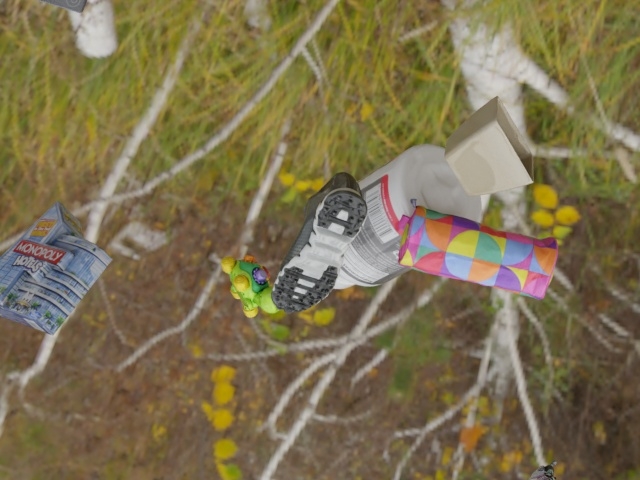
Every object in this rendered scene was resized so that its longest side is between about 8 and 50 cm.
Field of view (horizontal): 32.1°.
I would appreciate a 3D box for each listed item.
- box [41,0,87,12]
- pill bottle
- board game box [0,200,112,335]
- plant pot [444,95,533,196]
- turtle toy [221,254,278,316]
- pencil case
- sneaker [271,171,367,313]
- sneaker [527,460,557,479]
[{"bbox_3d":[-0.372,-0.479,1.532,0.165,0.143,0.270,12,114,-37],"label":"box"},{"bbox_3d":[0.106,-0.025,1.867,0.176,0.176,0.318,30,147,-22],"label":"pill bottle"},{"bbox_3d":[-0.412,0.034,1.681,0.194,0.194,0.060,10,148,45],"label":"board game box"},{"bbox_3d":[0.238,-0.126,1.603,0.096,0.109,0.109,-27,109,22],"label":"plant pot"},{"bbox_3d":[-0.109,0.077,1.843,0.066,0.130,0.095,-28,139,-12],"label":"turtle toy"},{"bbox_3d":[0.229,0.014,1.646,0.236,0.104,0.104,16,149,1],"label":"pencil case"},{"bbox_3d":[0.000,0.000,1.550,0.078,0.106,0.234,21,124,-12],"label":"sneaker"},{"bbox_3d":[0.357,0.374,1.745,0.038,0.069,0.098,47,153,-13],"label":"sneaker"}]
